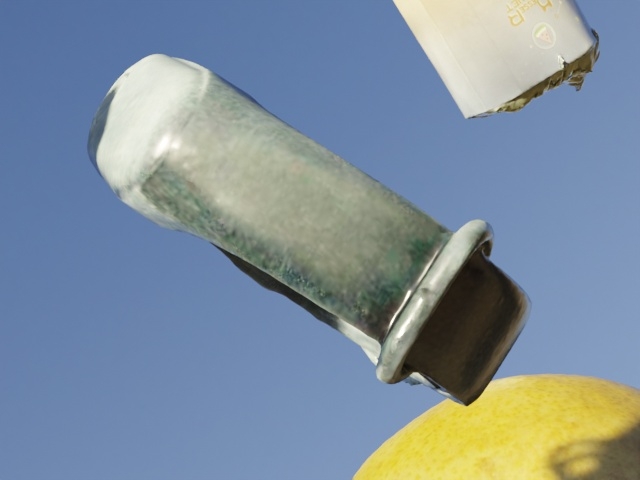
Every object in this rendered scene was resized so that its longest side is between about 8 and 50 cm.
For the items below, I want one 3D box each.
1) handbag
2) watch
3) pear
[{"bbox_3d":[0.106,-0.153,0.993,0.095,0.173,0.117,-19,15,49],"label":"handbag"},{"bbox_3d":[0.000,0.000,0.646,0.193,0.206,0.068,34,-93,-17],"label":"watch"},{"bbox_3d":[0.166,0.245,1.151,0.314,0.314,0.314,-24,-30,-15],"label":"pear"}]
